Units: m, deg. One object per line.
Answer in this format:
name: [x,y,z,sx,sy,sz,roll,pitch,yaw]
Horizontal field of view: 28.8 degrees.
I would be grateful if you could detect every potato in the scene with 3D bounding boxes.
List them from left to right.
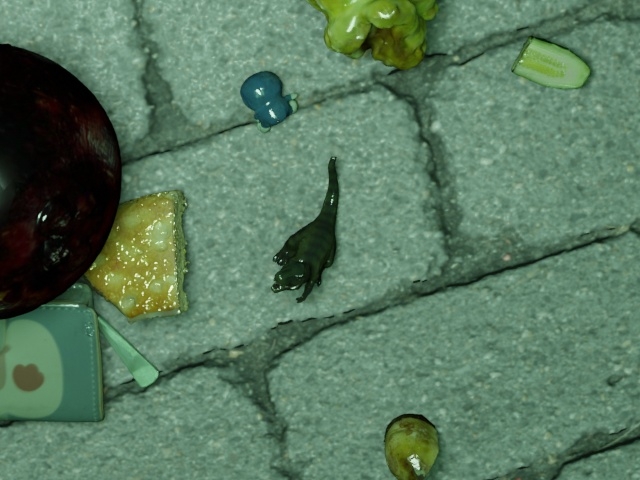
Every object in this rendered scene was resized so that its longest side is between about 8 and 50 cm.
potato: [0.135,0.322,1.916,0.066,0.103,0.096,37,97,-13]

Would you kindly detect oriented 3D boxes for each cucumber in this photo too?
cucumber: [0.342,-0.259,1.831,0.107,0.035,0.067,21,119,-8]

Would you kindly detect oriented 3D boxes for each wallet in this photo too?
wallet: [-0.501,0.161,1.845,0.360,0.083,0.252,2,120,-4]

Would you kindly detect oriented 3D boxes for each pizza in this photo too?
pizza: [-0.284,0.035,1.851,0.204,0.080,0.188,-11,80,10]

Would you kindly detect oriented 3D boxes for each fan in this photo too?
fan: [-0.316,0.144,1.898,0.038,0.016,0.193,-37,103,3]

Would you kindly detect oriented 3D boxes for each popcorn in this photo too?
popcorn: [0.069,-0.373,1.694,0.276,0.225,0.276,0,102,-2]

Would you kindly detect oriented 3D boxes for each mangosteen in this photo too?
mangosteen: [-0.480,-0.089,1.654,0.421,0.381,0.381,20,101,-1]

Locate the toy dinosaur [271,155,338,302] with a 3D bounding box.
toy dinosaur: [0.000,0.000,1.813,0.087,0.187,0.179,28,126,-10]

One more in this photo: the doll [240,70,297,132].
doll: [-0.075,-0.207,1.816,0.076,0.050,0.083,-32,100,0]
